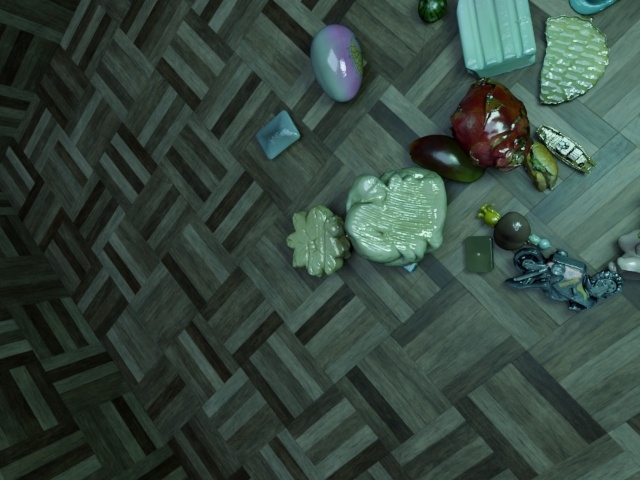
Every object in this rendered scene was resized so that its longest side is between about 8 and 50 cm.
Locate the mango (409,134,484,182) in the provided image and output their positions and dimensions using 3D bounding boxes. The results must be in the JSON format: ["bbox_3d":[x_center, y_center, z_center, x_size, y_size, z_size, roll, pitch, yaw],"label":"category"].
[{"bbox_3d":[0.432,-0.285,1.455,0.268,0.111,0.133,28,85,15],"label":"mango"}]

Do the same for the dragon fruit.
[{"bbox_3d":[0.528,-0.358,1.328,0.250,0.250,0.315,-21,86,25],"label":"dragon fruit"}]

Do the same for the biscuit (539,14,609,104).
[{"bbox_3d":[0.781,-0.556,1.310,0.187,0.036,0.273,8,96,25],"label":"biscuit"}]

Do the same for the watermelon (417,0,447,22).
[{"bbox_3d":[0.380,-0.794,1.446,0.109,0.109,0.109,2,94,25],"label":"watermelon"}]

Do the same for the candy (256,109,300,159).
[{"bbox_3d":[-0.178,-0.434,1.754,0.174,0.071,0.138,-34,79,24],"label":"candy"}]

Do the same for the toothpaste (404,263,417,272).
[{"bbox_3d":[0.244,0.029,1.589,0.267,0.065,0.050,33,107,20],"label":"toothpaste"}]

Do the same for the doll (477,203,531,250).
[{"bbox_3d":[0.606,-0.052,1.386,0.188,0.096,0.145,60,154,14],"label":"doll"}]

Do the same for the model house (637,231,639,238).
[{"bbox_3d":[0.972,-0.040,1.123,0.291,0.184,0.253,-5,100,1],"label":"model house"}]

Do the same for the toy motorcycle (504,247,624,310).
[{"bbox_3d":[0.749,0.128,1.324,0.307,0.108,0.173,19,126,26],"label":"toy motorcycle"}]

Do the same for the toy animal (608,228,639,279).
[{"bbox_3d":[0.935,0.010,1.246,0.124,0.124,0.212,22,80,23],"label":"toy animal"}]

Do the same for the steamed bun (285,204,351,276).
[{"bbox_3d":[0.000,0.000,1.658,0.292,0.137,0.295,46,122,24],"label":"steamed bun"}]

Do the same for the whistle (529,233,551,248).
[{"bbox_3d":[0.702,0.000,1.384,0.100,0.035,0.035,31,106,35],"label":"whistle"}]

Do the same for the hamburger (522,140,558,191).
[{"bbox_3d":[0.698,-0.242,1.337,0.087,0.102,0.176,-24,83,13],"label":"hamburger"}]

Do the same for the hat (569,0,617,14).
[{"bbox_3d":[0.838,-0.760,1.245,0.191,0.078,0.138,-24,82,25],"label":"hat"}]

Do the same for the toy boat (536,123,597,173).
[{"bbox_3d":[0.762,-0.286,1.318,0.206,0.072,0.064,46,111,16],"label":"toy boat"}]

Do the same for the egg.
[{"bbox_3d":[0.062,-0.648,1.563,0.196,0.196,0.271,-1,107,25],"label":"egg"}]

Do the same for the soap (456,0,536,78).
[{"bbox_3d":[0.551,-0.720,1.364,0.208,0.115,0.346,-10,89,25],"label":"soap"}]

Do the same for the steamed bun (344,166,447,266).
[{"bbox_3d":[0.247,-0.083,1.476,0.339,0.247,0.352,4,86,-3],"label":"steamed bun"}]

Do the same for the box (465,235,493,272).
[{"bbox_3d":[0.546,0.046,1.456,0.091,0.031,0.126,-3,92,41],"label":"box"}]
